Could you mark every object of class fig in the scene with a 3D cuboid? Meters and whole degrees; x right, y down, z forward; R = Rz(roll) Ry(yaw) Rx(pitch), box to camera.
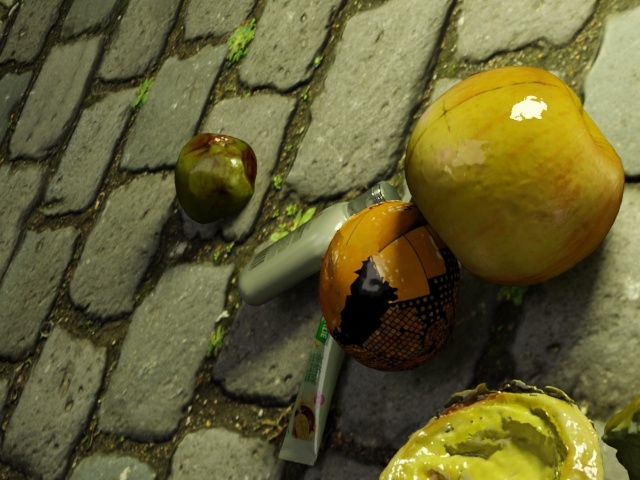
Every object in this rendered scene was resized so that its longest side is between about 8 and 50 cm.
[{"bbox_3d":[-0.189,-0.108,2.023,0.154,0.144,0.165,39,108,15],"label":"fig"}]

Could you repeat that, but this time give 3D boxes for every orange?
[{"bbox_3d":[0.094,0.058,1.538,0.234,0.182,0.234,-165,90,-79],"label":"orange"}]

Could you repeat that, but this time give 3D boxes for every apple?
[{"bbox_3d":[0.240,-0.084,1.423,0.233,0.286,0.286,-35,43,14],"label":"apple"}]

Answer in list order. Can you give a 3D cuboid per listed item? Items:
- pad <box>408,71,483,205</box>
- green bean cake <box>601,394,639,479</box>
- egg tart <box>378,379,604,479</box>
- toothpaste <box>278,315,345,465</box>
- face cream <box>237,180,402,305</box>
[{"bbox_3d":[0.226,-0.127,1.680,0.181,0.004,0.267,16,78,50],"label":"pad"},{"bbox_3d":[0.379,0.271,1.075,0.124,0.233,0.236,127,150,-49],"label":"green bean cake"},{"bbox_3d":[0.169,0.267,1.151,0.279,0.095,0.279,-27,30,17],"label":"egg tart"},{"bbox_3d":[0.009,0.174,1.686,0.058,0.056,0.314,92,-165,-75],"label":"toothpaste"},{"bbox_3d":[0.000,0.000,1.764,0.291,0.071,0.144,-33,12,28],"label":"face cream"}]
